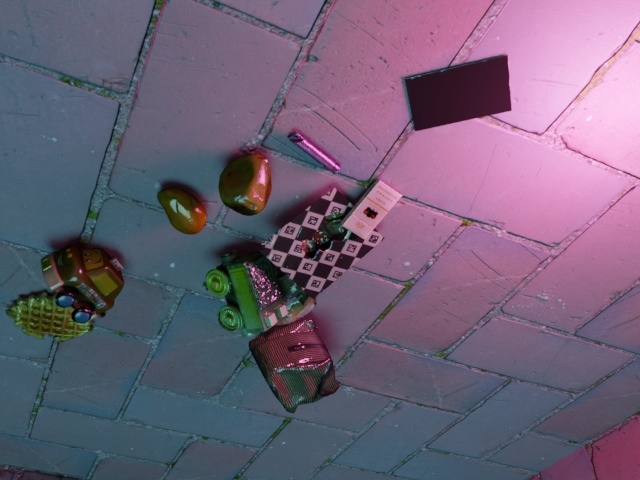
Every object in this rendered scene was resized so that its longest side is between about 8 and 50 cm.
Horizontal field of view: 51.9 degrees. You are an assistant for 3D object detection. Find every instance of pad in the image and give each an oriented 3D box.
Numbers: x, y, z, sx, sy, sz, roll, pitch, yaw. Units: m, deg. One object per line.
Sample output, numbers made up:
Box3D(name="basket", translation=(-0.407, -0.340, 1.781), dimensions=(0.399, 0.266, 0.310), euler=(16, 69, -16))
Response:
Box3D(name="pad", translation=(0.339, -0.357, 1.606), dimensions=(0.245, 0.006, 0.170), euler=(-10, 138, 11))

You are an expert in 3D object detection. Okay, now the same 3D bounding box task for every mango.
Box3D(name="mango", translation=(-0.381, -0.086, 1.840), dimensions=(0.115, 0.089, 0.165), euler=(-3, 135, 17))

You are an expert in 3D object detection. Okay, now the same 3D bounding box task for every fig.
Box3D(name="fig", translation=(-0.194, -0.151, 1.732), dimensions=(0.154, 0.144, 0.166), euler=(-8, 126, -44))

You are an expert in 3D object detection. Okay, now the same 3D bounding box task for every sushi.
Box3D(name="sushi", translation=(0.000, 0.000, 1.911), dimensions=(0.290, 0.050, 0.264), euler=(-40, 122, 12))

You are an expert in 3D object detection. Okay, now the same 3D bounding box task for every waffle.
Box3D(name="waffle", translation=(-0.922, 0.266, 2.240), dimensions=(0.261, 0.056, 0.250), euler=(-19, 134, 21))

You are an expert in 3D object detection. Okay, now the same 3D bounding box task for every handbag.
Box3D(name="handbag", translation=(-0.079, 0.434, 2.270), dimensions=(0.240, 0.247, 0.341), euler=(-25, 146, -7))

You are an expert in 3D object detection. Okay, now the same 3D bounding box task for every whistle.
Box3D(name="whistle", translation=(-0.014, -0.229, 1.723), dimensions=(0.033, 0.033, 0.176), euler=(-33, 128, 31))

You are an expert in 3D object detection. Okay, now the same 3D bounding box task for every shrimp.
Box3D(name="shrimp", translation=(-0.085, 0.177, 2.119), dimensions=(0.221, 0.110, 0.445), euler=(24, 136, -32))

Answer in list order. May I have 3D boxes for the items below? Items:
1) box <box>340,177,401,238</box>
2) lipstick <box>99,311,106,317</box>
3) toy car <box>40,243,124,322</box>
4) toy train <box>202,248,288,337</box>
Box3D(name="box", translation=(0.141, -0.088, 1.845), dimensions=(0.090, 0.024, 0.167), euler=(30, 108, -29))
Box3D(name="lipstick", translation=(-0.777, 0.199, 2.189), dimensions=(0.027, 0.027, 0.176), euler=(-16, 134, 16))
Box3D(name="toy car", translation=(-0.703, 0.110, 2.003), dimensions=(0.198, 0.204, 0.248), euler=(-30, 136, -2))
Box3D(name="toy train", translation=(-0.222, 0.159, 1.994), dimensions=(0.188, 0.159, 0.272), euler=(-10, 100, 33))
